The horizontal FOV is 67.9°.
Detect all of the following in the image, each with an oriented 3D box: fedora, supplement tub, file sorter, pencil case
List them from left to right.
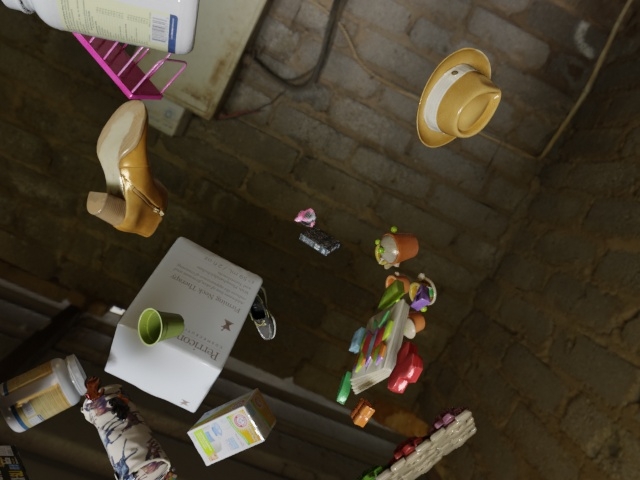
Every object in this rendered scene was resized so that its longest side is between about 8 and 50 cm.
[{"bbox_3d":[-0.763,0.418,1.320,0.199,0.144,0.144,-25,-145,-25],"label":"supplement tub"},{"bbox_3d":[-0.388,-0.494,0.875,0.324,0.236,0.235,6,-167,-18],"label":"supplement tub"},{"bbox_3d":[-0.721,0.715,1.732,0.183,0.160,0.410,-32,-128,-26],"label":"pencil case"},{"bbox_3d":[-0.623,-0.644,1.581,0.291,0.182,0.202,50,-161,-5],"label":"file sorter"},{"bbox_3d":[0.263,-0.247,0.865,0.194,0.194,0.079,17,-162,-49],"label":"fedora"}]

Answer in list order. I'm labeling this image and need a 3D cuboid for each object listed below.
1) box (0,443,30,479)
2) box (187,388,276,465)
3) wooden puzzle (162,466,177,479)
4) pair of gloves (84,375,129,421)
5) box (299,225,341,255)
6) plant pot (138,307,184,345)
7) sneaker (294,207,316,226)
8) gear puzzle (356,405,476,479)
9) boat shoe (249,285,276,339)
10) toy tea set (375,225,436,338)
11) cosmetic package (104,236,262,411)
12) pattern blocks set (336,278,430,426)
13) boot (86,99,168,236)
[{"bbox_3d":[-0.603,0.566,0.843,0.079,0.322,0.257,16,169,-39],"label":"box"},{"bbox_3d":[-0.242,0.515,1.317,0.114,0.203,0.103,61,-163,-2],"label":"box"},{"bbox_3d":[-0.493,0.778,1.539,0.006,0.083,0.049,3,144,33],"label":"wooden puzzle"},{"bbox_3d":[-0.322,0.238,0.715,0.083,0.010,0.074,47,173,-18],"label":"pair of gloves"},{"bbox_3d":[0.000,0.000,1.179,0.083,0.018,0.067,32,-147,19],"label":"box"},{"bbox_3d":[-0.357,0.195,1.083,0.083,0.083,0.079,30,-169,31],"label":"plant pot"},{"bbox_3d":[-0.032,-0.062,1.423,0.057,0.047,0.119,42,168,-19],"label":"sneaker"},{"bbox_3d":[0.123,0.398,0.825,0.044,0.339,0.175,52,177,37],"label":"gear puzzle"},{"bbox_3d":[-0.233,0.288,1.828,0.081,0.228,0.069,-9,-165,20],"label":"boat shoe"},{"bbox_3d":[0.234,0.128,1.443,0.124,0.336,0.200,-8,159,-27],"label":"toy tea set"},{"bbox_3d":[-0.442,0.276,1.576,0.329,0.327,0.394,28,-138,-8],"label":"cosmetic package"},{"bbox_3d":[0.107,0.196,0.879,0.026,0.325,0.285,25,-133,-6],"label":"pattern blocks set"},{"bbox_3d":[-0.438,-0.165,1.153,0.104,0.295,0.211,14,174,18],"label":"boot"}]
